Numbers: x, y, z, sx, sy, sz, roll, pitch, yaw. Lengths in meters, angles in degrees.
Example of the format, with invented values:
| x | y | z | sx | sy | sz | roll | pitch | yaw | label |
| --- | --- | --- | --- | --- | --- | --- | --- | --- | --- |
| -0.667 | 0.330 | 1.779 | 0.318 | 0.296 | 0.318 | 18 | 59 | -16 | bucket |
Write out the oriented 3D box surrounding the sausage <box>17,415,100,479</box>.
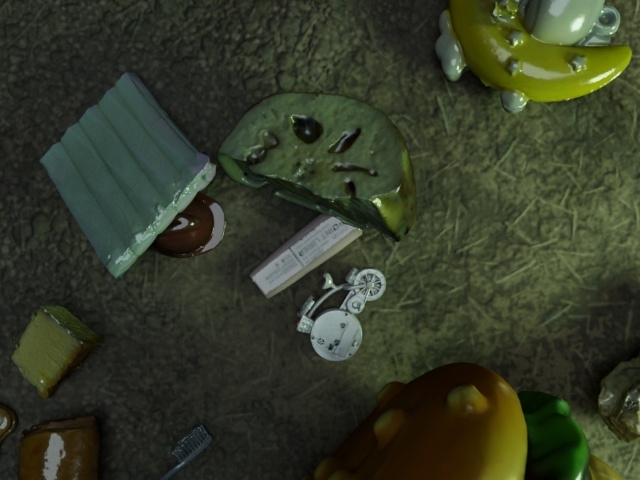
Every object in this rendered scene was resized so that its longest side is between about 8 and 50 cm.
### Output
| x | y | z | sx | sy | sz | roll | pitch | yaw | label |
| --- | --- | --- | --- | --- | --- | --- | --- | --- | --- |
| -0.297 | 0.348 | 0.764 | 0.108 | 0.109 | 0.271 | -13 | 89 | 0 | sausage |

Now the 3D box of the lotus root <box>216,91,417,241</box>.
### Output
| x | y | z | sx | sy | sz | roll | pitch | yaw | label |
| --- | --- | --- | --- | --- | --- | --- | --- | --- | --- |
| 0.005 | -0.094 | 0.745 | 0.234 | 0.119 | 0.138 | 16 | 72 | 12 | lotus root |

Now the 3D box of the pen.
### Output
| x | y | z | sx | sy | sz | roll | pitch | yaw | label |
| --- | --- | --- | --- | --- | --- | --- | --- | --- | --- |
| 0.000 | 0.000 | 0.802 | 0.197 | 0.032 | 0.053 | -38 | 88 | 1 | pen |

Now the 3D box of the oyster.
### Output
| x | y | z | sx | sy | sz | roll | pitch | yaw | label |
| --- | --- | --- | --- | --- | --- | --- | --- | --- | --- |
| 0.428 | 0.168 | 0.774 | 0.232 | 0.107 | 0.162 | -26 | 84 | -19 | oyster |

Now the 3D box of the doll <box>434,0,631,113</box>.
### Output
| x | y | z | sx | sy | sz | roll | pitch | yaw | label |
| --- | --- | --- | --- | --- | --- | --- | --- | --- | --- |
| 0.268 | -0.275 | 0.770 | 0.237 | 0.111 | 0.252 | 23 | 90 | 16 | doll |

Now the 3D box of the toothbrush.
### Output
| x | y | z | sx | sy | sz | roll | pitch | yaw | label |
| --- | --- | --- | --- | --- | --- | --- | --- | --- | --- |
| -0.251 | 0.324 | 0.725 | 0.321 | 0.023 | 0.031 | -38 | 98 | -32 | toothbrush |

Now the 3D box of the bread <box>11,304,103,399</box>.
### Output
| x | y | z | sx | sy | sz | roll | pitch | yaw | label |
| --- | --- | --- | --- | --- | --- | --- | --- | --- | --- |
| -0.337 | 0.136 | 0.778 | 0.084 | 0.080 | 0.109 | 43 | 87 | 3 | bread |

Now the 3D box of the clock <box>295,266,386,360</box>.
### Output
| x | y | z | sx | sy | sz | roll | pitch | yaw | label |
| --- | --- | --- | --- | --- | --- | --- | --- | --- | --- |
| 0.027 | 0.084 | 0.796 | 0.087 | 0.041 | 0.129 | 32 | 94 | -2 | clock |

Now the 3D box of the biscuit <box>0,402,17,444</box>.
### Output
| x | y | z | sx | sy | sz | roll | pitch | yaw | label |
| --- | --- | --- | --- | --- | --- | --- | --- | --- | --- |
| -0.461 | 0.313 | 0.799 | 0.158 | 0.035 | 0.240 | 2 | 88 | 3 | biscuit |

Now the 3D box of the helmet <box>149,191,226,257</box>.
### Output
| x | y | z | sx | sy | sz | roll | pitch | yaw | label |
| --- | --- | --- | --- | --- | --- | --- | --- | --- | --- |
| -0.177 | -0.023 | 0.791 | 0.111 | 0.057 | 0.089 | 0 | 87 | 1 | helmet |

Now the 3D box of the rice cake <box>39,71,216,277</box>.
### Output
| x | y | z | sx | sy | sz | roll | pitch | yaw | label |
| --- | --- | --- | --- | --- | --- | --- | --- | --- | --- |
| -0.235 | -0.085 | 0.772 | 0.189 | 0.037 | 0.198 | -47 | 67 | -2 | rice cake |

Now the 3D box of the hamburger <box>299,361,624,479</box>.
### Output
| x | y | z | sx | sy | sz | roll | pitch | yaw | label |
| --- | --- | --- | --- | --- | --- | --- | --- | --- | --- |
| 0.102 | 0.324 | 0.629 | 0.277 | 0.396 | 0.396 | 40 | 89 | 0 | hamburger |
